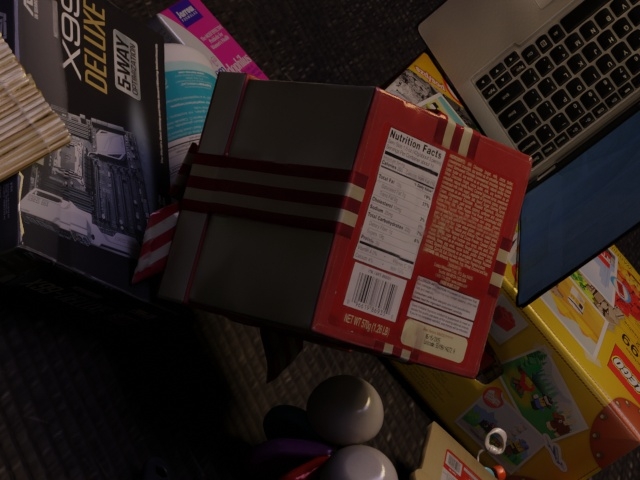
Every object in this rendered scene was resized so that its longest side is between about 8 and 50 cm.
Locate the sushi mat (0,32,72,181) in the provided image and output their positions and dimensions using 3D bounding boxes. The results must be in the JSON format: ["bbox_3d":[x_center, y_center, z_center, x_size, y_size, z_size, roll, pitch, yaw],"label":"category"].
[{"bbox_3d":[-0.365,-0.074,1.367,0.316,0.019,0.151,-35,84,-31],"label":"sushi mat"}]

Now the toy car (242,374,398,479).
[{"bbox_3d":[-0.006,0.228,1.618,0.136,0.159,0.182,-3,52,-11],"label":"toy car"}]

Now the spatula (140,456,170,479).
[{"bbox_3d":[-0.144,0.302,1.406,0.084,0.030,0.296,32,33,-30],"label":"spatula"}]

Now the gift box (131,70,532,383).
[{"bbox_3d":[0.000,0.000,1.547,0.255,0.258,0.276,26,81,-40],"label":"gift box"}]

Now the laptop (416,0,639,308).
[{"bbox_3d":[0.303,-0.203,1.897,0.408,0.382,0.236,58,27,13],"label":"laptop"}]

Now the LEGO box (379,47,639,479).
[{"bbox_3d":[0.198,0.031,2.086,0.500,0.193,0.372,49,27,-4],"label":"LEGO box"}]

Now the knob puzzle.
[{"bbox_3d":[0.158,0.314,1.796,0.213,0.030,0.213,35,34,-29],"label":"knob puzzle"}]

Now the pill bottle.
[{"bbox_3d":[-0.139,-0.064,1.735,0.146,0.146,0.264,12,47,-51],"label":"pill bottle"}]

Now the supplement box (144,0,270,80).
[{"bbox_3d":[-0.129,-0.156,1.904,0.220,0.114,0.111,47,28,-4],"label":"supplement box"}]

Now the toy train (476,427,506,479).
[{"bbox_3d":[0.223,0.296,1.917,0.166,0.046,0.125,42,72,-16],"label":"toy train"}]

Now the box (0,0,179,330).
[{"bbox_3d":[-0.237,-0.093,1.563,0.242,0.076,0.307,31,49,-56],"label":"box"}]
